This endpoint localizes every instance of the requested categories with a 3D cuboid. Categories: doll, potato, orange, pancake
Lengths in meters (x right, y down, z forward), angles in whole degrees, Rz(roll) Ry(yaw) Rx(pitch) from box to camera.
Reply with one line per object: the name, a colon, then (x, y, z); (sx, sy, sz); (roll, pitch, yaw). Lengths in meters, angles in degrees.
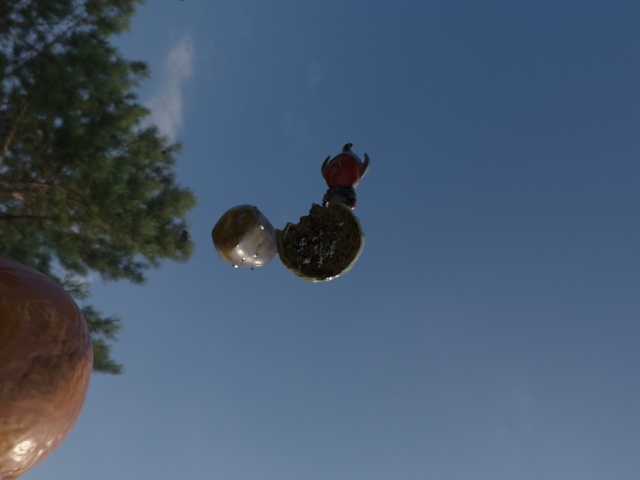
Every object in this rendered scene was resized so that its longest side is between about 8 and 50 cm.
doll: (0.049, -0.128, 1.112); (0.104, 0.062, 0.194); (-15, -125, 44)
potato: (-0.165, -0.008, 1.133); (0.137, 0.176, 0.137); (-10, -122, 16)
orange: (-0.378, 0.138, 0.548); (0.261, 0.261, 0.260); (-4, -96, 39)
pancake: (0.003, 0.005, 0.772); (0.130, 0.022, 0.116); (-34, -80, 7)
